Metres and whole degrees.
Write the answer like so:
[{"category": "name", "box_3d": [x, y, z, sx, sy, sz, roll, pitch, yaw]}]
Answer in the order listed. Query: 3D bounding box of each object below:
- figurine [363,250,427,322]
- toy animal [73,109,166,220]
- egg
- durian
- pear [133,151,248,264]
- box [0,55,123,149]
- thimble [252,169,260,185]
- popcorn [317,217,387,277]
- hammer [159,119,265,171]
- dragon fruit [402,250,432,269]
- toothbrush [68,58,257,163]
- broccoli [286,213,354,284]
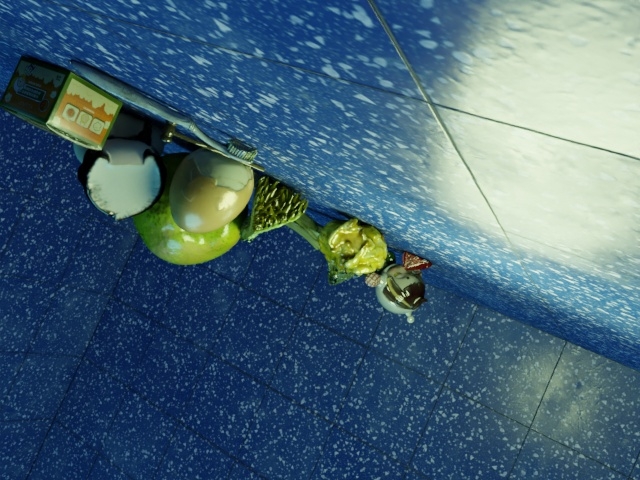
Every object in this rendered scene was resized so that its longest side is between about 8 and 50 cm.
[{"category": "figurine", "box_3d": [0.251, 0.138, 2.262, 0.282, 0.167, 0.370, -5, -139, -41]}, {"category": "toy animal", "box_3d": [-0.559, -0.228, 1.690, 0.251, 0.251, 0.309, 26, -156, -34]}, {"category": "egg", "box_3d": [-0.293, -0.129, 1.605, 0.201, 0.244, 0.201, 35, -177, -2]}, {"category": "durian", "box_3d": [-0.143, -0.072, 1.788, 0.163, 0.197, 0.394, 23, 180, -9]}, {"category": "pear", "box_3d": [-0.406, -0.097, 1.900, 0.391, 0.390, 0.391, 24, 178, 1]}, {"category": "box", "box_3d": [-0.638, -0.333, 1.499, 0.195, 0.148, 0.177, 23, 179, 27]}, {"category": "thimble", "box_3d": [-0.244, -0.176, 1.758, 0.115, 0.090, 0.102, 27, 178, -21]}, {"category": "popcorn", "box_3d": [0.095, 0.023, 1.850, 0.218, 0.169, 0.189, 18, 179, 2]}, {"category": "hammer", "box_3d": [-0.256, -0.224, 1.505, 0.292, 0.058, 0.029, 19, -178, -37]}, {"category": "dragon fruit", "box_3d": [0.343, 0.091, 2.184, 0.097, 0.063, 0.131, 23, 177, 21]}, {"category": "toothbrush", "box_3d": [-0.319, -0.264, 1.260, 0.414, 0.042, 0.035, 26, -146, -20]}, {"category": "broccoli", "box_3d": [0.010, 0.003, 2.175, 0.361, 0.221, 0.252, 36, 178, 38]}]
